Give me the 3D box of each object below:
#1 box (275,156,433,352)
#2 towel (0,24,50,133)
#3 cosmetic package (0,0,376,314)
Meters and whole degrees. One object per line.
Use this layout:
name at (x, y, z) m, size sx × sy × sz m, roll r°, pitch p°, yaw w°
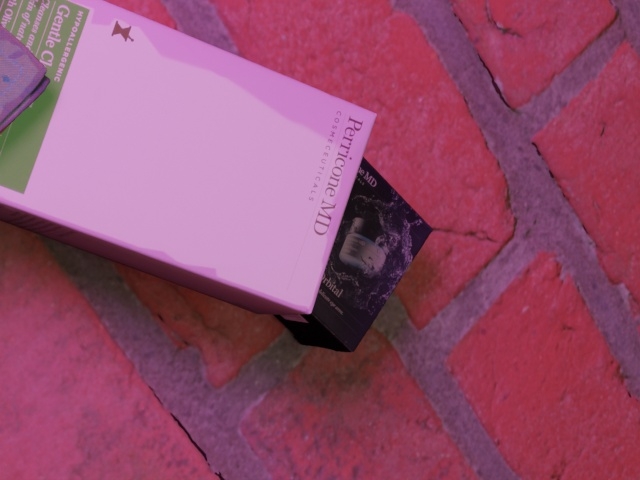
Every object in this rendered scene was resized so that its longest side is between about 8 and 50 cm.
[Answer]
box at (0.000, 0.000, 1.645) m, size 0.156 × 0.093 × 0.158 m, roll 44°, pitch 69°, yaw -29°
towel at (-0.415, -0.088, 1.222) m, size 0.370 × 0.040 × 0.271 m, roll -48°, pitch 114°, yaw -15°
cosmetic package at (-0.162, -0.082, 1.438) m, size 0.366 × 0.155 × 0.197 m, roll 19°, pitch 82°, yaw -17°
